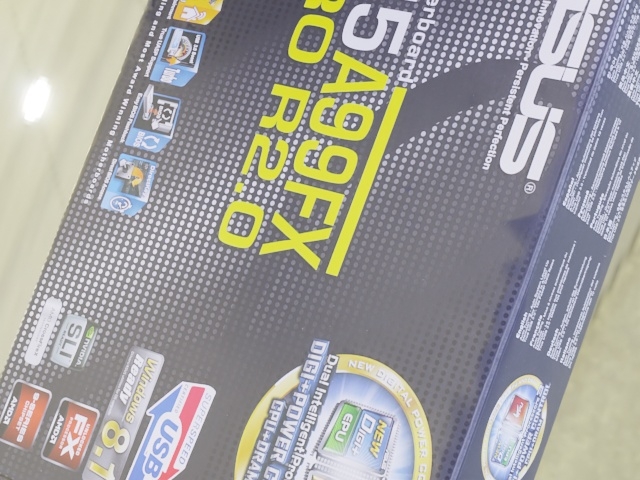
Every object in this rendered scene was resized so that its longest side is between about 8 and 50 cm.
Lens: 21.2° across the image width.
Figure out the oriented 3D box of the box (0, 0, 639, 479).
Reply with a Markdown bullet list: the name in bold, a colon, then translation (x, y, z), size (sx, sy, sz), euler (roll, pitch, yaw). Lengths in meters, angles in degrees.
- **box**: translation (0.000, 0.000, 0.657), size (0.216, 0.060, 0.270), euler (16, 83, 36)
